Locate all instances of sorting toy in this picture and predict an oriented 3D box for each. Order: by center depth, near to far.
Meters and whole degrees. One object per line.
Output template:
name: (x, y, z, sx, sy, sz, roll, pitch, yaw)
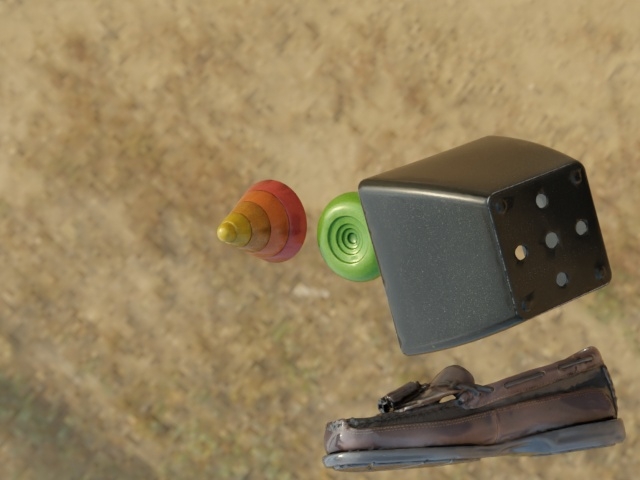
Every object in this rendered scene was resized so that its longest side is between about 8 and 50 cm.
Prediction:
sorting toy: (0.000, 0.000, 2.248, 0.365, 0.126, 0.127, 10, 105, 33)

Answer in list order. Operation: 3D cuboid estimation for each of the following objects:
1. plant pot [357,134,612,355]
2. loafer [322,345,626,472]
plant pot: (0.176, 0.001, 1.632, 0.167, 0.188, 0.187, -3, 105, 59)
loafer: (0.131, 0.147, 1.439, 0.109, 0.302, 0.095, -21, 73, 59)
